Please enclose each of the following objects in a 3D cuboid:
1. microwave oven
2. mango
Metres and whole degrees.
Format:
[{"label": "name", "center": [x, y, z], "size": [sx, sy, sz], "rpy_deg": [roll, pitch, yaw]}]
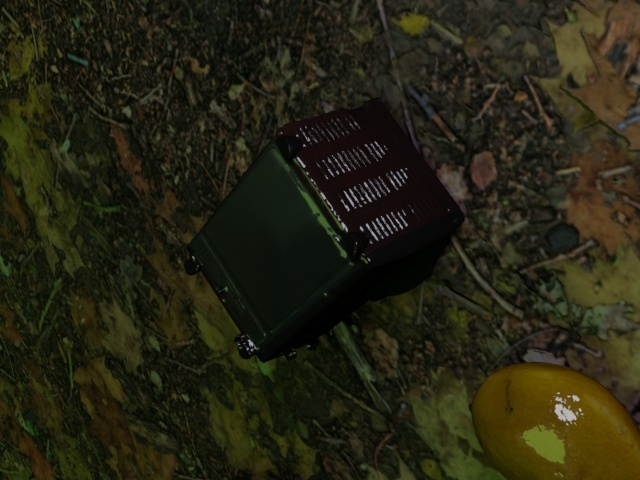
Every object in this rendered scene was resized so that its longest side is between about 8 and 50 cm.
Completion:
[{"label": "microwave oven", "center": [0.001, -0.002, 0.895], "size": [0.188, 0.178, 0.247], "rpy_deg": [58, 137, 11]}, {"label": "mango", "center": [0.247, 0.208, 0.796], "size": [0.227, 0.109, 0.147], "rpy_deg": [40, 127, 22]}]
